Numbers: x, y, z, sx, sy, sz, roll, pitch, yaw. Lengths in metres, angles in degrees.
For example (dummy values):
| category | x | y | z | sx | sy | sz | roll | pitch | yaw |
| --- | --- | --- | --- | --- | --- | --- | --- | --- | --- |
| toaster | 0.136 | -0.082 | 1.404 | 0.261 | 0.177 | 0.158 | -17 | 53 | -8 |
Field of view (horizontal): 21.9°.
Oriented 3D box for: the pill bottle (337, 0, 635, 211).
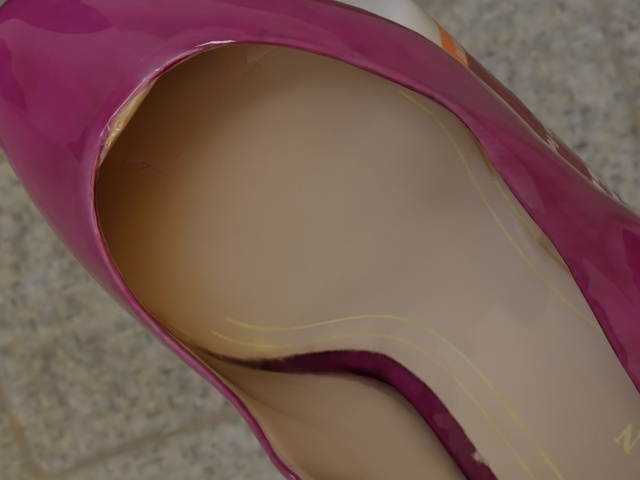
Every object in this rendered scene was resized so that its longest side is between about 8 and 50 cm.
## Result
| category | x | y | z | sx | sy | sz | roll | pitch | yaw |
| --- | --- | --- | --- | --- | --- | --- | --- | --- | --- |
| pill bottle | 0.101 | 0.058 | 0.961 | 0.392 | 0.224 | 0.224 | 41 | -162 | -24 |

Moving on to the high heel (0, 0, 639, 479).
| category | x | y | z | sx | sy | sz | roll | pitch | yaw |
| --- | --- | --- | --- | --- | --- | --- | --- | --- | --- |
| high heel | 0.000 | 0.000 | 0.423 | 0.377 | 0.127 | 0.181 | 29 | -175 | 31 |

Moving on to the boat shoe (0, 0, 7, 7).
| category | x | y | z | sx | sy | sz | roll | pitch | yaw |
| --- | --- | --- | --- | --- | --- | --- | --- | --- | --- |
| boat shoe | -0.218 | -0.228 | 0.661 | 0.320 | 0.118 | 0.103 | 44 | -163 | -21 |
